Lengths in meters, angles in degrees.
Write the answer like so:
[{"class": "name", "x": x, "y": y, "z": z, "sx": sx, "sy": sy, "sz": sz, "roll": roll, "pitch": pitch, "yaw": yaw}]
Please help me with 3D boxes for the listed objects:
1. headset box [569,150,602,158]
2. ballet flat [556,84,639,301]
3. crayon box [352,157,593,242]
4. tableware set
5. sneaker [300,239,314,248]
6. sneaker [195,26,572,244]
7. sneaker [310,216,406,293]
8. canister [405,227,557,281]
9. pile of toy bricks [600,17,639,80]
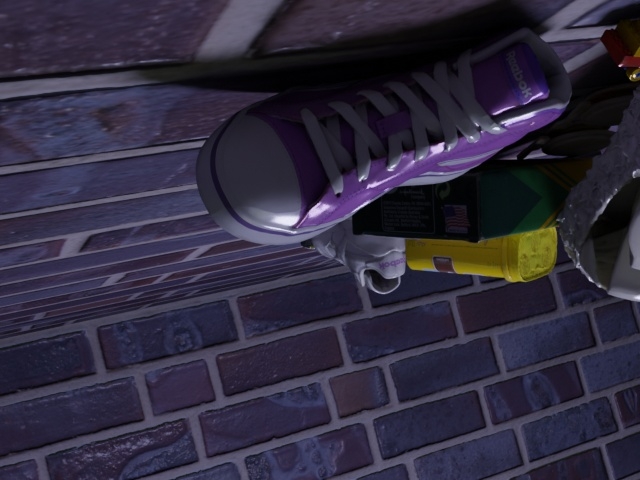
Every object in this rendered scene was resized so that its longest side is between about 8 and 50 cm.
[{"class": "headset box", "x": 0.398, "y": -0.069, "z": 1.506, "sx": 0.218, "sy": 0.110, "sz": 0.293, "roll": -15, "pitch": 175, "yaw": 12}, {"class": "ballet flat", "x": 0.318, "y": -0.018, "z": 0.843, "sx": 0.147, "sy": 0.147, "sz": 0.409, "roll": -14, "pitch": 153, "yaw": 1}, {"class": "crayon box", "x": 0.219, "y": -0.059, "z": 1.059, "sx": 0.318, "sy": 0.081, "sz": 0.202, "roll": -9, "pitch": -172, "yaw": -41}, {"class": "tableware set", "x": 0.310, "y": -0.138, "z": 0.936, "sx": 0.128, "sy": 0.039, "sz": 0.194, "roll": -3, "pitch": 168, "yaw": -8}, {"class": "sneaker", "x": 0.000, "y": 0.000, "z": 1.666, "sx": 0.083, "sy": 0.031, "sz": 0.035, "roll": -12, "pitch": 175, "yaw": -13}, {"class": "sneaker", "x": 0.058, "y": -0.087, "z": 0.564, "sx": 0.282, "sy": 0.102, "sz": 0.161, "roll": -23, "pitch": 178, "yaw": -38}, {"class": "sneaker", "x": 0.059, "y": 0.019, "z": 1.365, "sx": 0.114, "sy": 0.152, "sz": 0.305, "roll": -14, "pitch": 177, "yaw": -13}, {"class": "canister", "x": 0.216, "y": 0.009, "z": 1.135, "sx": 0.170, "sy": 0.073, "sz": 0.126, "roll": 4, "pitch": -170, "yaw": 38}, {"class": "pile of toy bricks", "x": 0.327, "y": -0.146, "z": 0.610, "sx": 0.212, "sy": 0.118, "sz": 0.105, "roll": -3, "pitch": 143, "yaw": -20}]
